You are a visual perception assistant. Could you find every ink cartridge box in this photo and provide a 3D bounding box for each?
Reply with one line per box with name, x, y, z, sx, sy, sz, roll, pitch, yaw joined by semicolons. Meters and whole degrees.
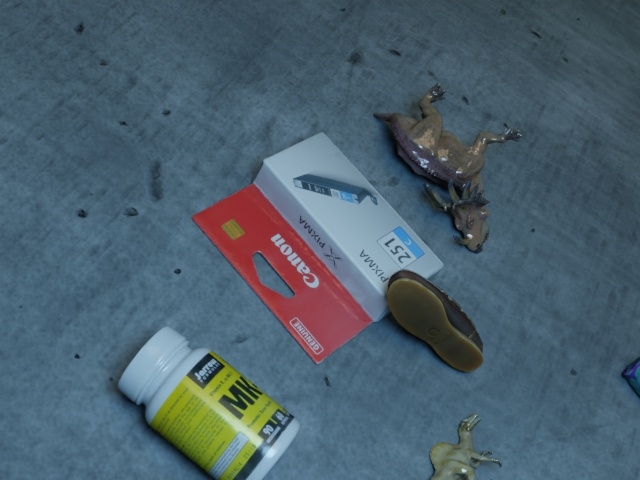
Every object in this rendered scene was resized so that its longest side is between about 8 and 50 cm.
ink cartridge box;0.000;0.000;1.325;0.261;0.066;0.296;-32;74;-38

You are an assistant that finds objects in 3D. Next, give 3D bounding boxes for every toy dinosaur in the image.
toy dinosaur;0.187;0.315;1.206;0.092;0.053;0.183;31;40;19
toy dinosaur;0.197;-0.136;1.481;0.295;0.127;0.200;36;56;10

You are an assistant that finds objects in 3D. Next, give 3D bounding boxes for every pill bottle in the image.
pill bottle;-0.137;0.207;1.080;0.208;0.119;0.119;38;50;4

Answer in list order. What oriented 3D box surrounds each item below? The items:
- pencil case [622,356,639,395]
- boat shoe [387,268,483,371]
pencil case;0.554;0.248;1.400;0.070;0.064;0.152;-33;74;-21
boat shoe;0.165;0.108;1.288;0.207;0.073;0.073;48;29;-29
